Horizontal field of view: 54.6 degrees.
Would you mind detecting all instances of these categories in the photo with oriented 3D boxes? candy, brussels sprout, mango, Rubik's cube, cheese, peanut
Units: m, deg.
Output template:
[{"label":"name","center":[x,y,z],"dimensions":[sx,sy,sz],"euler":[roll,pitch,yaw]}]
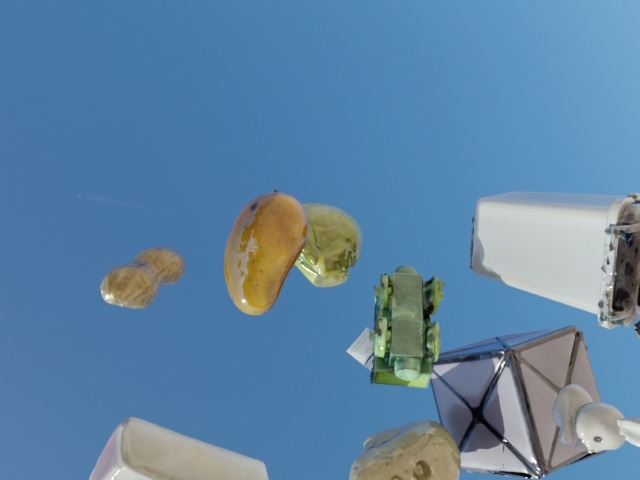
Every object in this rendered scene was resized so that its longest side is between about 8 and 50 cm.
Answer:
[{"label":"candy","center":[-0.293,0.516,1.285],"dimensions":[0.358,0.208,0.145],"euler":[29,-157,-26]},{"label":"brussels sprout","center":[0.000,0.000,1.507],"dimensions":[0.223,0.161,0.223],"euler":[25,-148,-17]},{"label":"mango","center":[-0.083,0.014,0.885],"dimensions":[0.090,0.115,0.178],"euler":[7,-67,-49]},{"label":"Rubik's cube","center":[0.490,0.403,1.560],"dimensions":[0.306,0.305,0.310],"euler":[-6,-101,-35]},{"label":"cheese","center":[0.195,0.529,1.425],"dimensions":[0.251,0.247,0.174],"euler":[-2,-112,-64]},{"label":"peanut","center":[-0.309,0.065,1.107],"dimensions":[0.089,0.089,0.193],"euler":[58,-145,-6]}]

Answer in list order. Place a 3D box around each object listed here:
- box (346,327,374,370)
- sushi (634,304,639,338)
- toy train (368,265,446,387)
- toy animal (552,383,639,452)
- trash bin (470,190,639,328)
[{"label":"box","center":[0.133,0.280,1.551],"dimensions":[0.084,0.154,0.040],"euler":[-46,-66,-8]},{"label":"sushi","center":[0.533,0.175,0.966],"dimensions":[0.126,0.026,0.120],"euler":[41,-152,-2]},{"label":"toy train","center":[0.186,0.192,1.377],"dimensions":[0.159,0.188,0.272],"euler":[4,-127,3]},{"label":"toy animal","center":[0.561,0.370,1.190],"dimensions":[0.131,0.220,0.104],"euler":[-50,-63,-15]},{"label":"trash bin","center":[0.496,0.012,1.255],"dimensions":[0.295,0.367,0.256],"euler":[-15,-70,-42]}]
